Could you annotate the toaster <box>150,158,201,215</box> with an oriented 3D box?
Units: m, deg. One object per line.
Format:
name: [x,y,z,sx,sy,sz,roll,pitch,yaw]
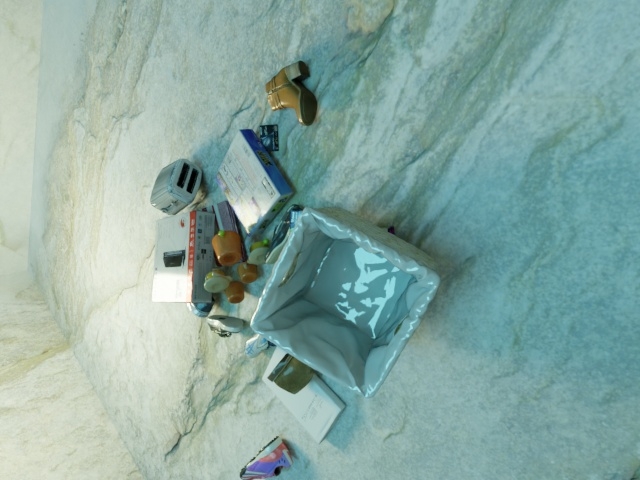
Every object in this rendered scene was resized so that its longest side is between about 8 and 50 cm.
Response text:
toaster: [-0.544,-0.214,1.596,0.147,0.129,0.226,-18,51,38]

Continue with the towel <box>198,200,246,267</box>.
towel: [-0.420,-0.012,1.624,0.329,0.037,0.236,-11,94,42]

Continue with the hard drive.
hard drive: [-0.067,0.526,1.451,0.308,0.040,0.202,40,123,26]

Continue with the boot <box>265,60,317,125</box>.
boot: [-0.091,-0.408,1.228,0.153,0.073,0.196,-14,79,40]

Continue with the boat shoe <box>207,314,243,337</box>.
boat shoe: [-0.371,0.343,1.646,0.220,0.078,0.070,2,101,48]

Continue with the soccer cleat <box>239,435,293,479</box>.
soccer cleat: [-0.216,0.882,1.624,0.116,0.109,0.318,47,124,17]

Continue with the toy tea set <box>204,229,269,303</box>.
toy tea set: [-0.309,0.085,1.474,0.336,0.200,0.124,-56,40,35]

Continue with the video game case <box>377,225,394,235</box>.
video game case: [0.124,0.080,1.180,0.211,0.042,0.231,-2,99,41]

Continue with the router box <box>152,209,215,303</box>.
router box: [-0.528,0.072,1.598,0.302,0.082,0.334,-8,79,42]

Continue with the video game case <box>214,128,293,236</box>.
video game case: [-0.232,-0.188,1.393,0.244,0.061,0.269,-45,71,43]

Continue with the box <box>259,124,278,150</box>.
box: [-0.165,-0.329,1.341,0.067,0.018,0.083,10,107,38]

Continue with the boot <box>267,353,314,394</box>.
boot: [-0.043,0.374,1.351,0.115,0.112,0.305,39,111,6]

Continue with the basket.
basket: [0.074,0.121,1.002,0.332,0.266,0.328,29,106,12]

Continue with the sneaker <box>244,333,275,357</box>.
sneaker: [-0.203,0.364,1.497,0.086,0.085,0.237,53,130,23]

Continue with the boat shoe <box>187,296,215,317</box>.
boat shoe: [-0.533,0.183,1.723,0.301,0.108,0.102,44,108,33]

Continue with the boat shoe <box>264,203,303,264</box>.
boat shoe: [-0.116,-0.014,1.341,0.079,0.084,0.233,54,126,28]

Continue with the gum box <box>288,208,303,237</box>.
gum box: [0.000,0.000,1.177,0.185,0.041,0.156,9,101,21]

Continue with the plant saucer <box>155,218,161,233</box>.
plant saucer: [-0.693,-0.037,1.858,0.120,0.021,0.119,10,107,38]
